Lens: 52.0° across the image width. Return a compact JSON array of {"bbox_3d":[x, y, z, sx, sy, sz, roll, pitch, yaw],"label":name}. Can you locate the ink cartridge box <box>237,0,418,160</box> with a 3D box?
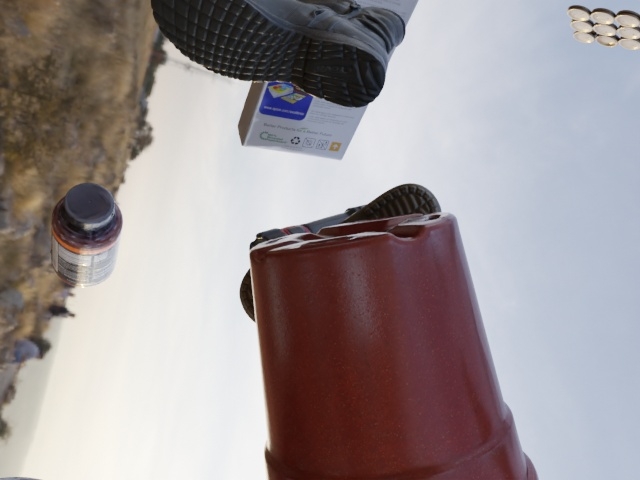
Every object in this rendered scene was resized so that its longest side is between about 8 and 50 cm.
[{"bbox_3d":[0.013,-0.281,0.952,0.370,0.176,0.069,118,-33,-41],"label":"ink cartridge box"}]

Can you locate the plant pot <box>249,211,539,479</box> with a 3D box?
[{"bbox_3d":[0.053,0.117,0.639,0.272,0.273,0.264,-173,-108,-71],"label":"plant pot"}]

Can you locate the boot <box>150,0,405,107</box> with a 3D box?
[{"bbox_3d":[-0.036,-0.225,0.680,0.161,0.247,0.083,-74,-174,-52],"label":"boot"}]

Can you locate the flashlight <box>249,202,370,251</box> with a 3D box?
[{"bbox_3d":[0.000,0.000,1.376,0.103,0.304,0.103,-10,-85,50],"label":"flashlight"}]

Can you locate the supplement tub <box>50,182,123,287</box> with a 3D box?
[{"bbox_3d":[-0.366,-0.010,1.029,0.198,0.106,0.105,126,-28,-54],"label":"supplement tub"}]

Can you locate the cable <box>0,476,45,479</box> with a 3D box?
[{"bbox_3d":[-0.310,0.355,0.610,0.089,0.257,0.256,-15,-126,47],"label":"cable"}]

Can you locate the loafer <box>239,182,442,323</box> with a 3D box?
[{"bbox_3d":[0.028,0.027,0.797,0.101,0.269,0.092,66,12,15],"label":"loafer"}]

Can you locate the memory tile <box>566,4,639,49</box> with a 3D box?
[{"bbox_3d":[0.461,-0.328,1.017,0.148,0.113,0.012,21,-92,32],"label":"memory tile"}]
